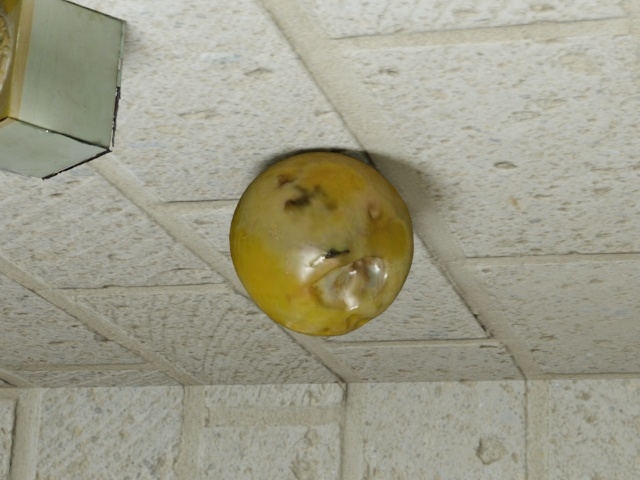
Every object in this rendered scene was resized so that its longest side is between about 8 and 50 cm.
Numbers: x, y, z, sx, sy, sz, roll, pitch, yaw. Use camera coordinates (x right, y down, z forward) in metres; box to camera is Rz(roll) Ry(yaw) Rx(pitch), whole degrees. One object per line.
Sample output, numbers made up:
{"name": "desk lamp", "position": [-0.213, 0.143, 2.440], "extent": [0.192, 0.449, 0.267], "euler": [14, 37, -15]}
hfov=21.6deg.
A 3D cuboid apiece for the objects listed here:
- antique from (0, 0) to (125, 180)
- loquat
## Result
{"name": "antique", "position": [-0.298, -0.155, 1.704], "extent": [0.148, 0.152, 0.146], "euler": [18, 157, -38]}
{"name": "loquat", "position": [0.000, 0.000, 2.097], "extent": [0.243, 0.244, 0.244], "euler": [2, 164, 1]}
